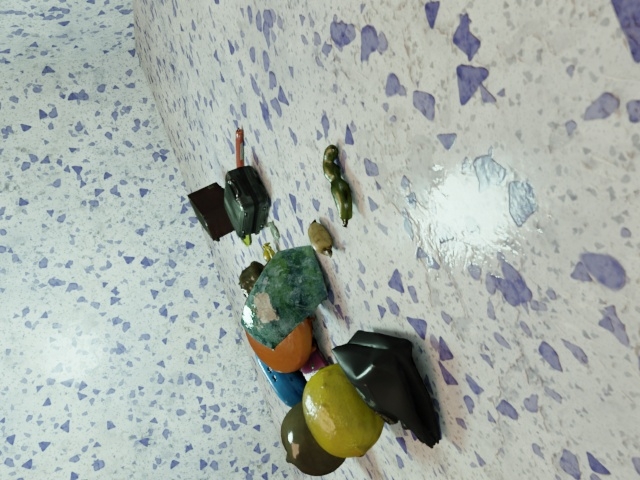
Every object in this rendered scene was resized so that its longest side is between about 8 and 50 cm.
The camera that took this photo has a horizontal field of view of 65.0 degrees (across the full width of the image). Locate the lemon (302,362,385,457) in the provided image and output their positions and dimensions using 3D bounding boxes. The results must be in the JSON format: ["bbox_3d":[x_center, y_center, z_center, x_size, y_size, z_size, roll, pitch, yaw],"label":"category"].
[{"bbox_3d":[0.073,0.523,1.551,0.284,0.260,0.261,33,139,51],"label":"lemon"}]

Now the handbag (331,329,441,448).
[{"bbox_3d":[0.178,0.395,1.338,0.288,0.152,0.342,59,162,-5],"label":"handbag"}]

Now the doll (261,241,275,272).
[{"bbox_3d":[-0.191,0.101,2.065,0.145,0.096,0.188,8,106,61],"label":"doll"}]

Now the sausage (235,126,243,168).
[{"bbox_3d":[-0.333,-0.368,2.061,0.034,0.034,0.253,59,157,27],"label":"sausage"}]

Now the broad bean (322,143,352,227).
[{"bbox_3d":[0.047,-0.138,1.287,0.070,0.048,0.214,179,75,-70],"label":"broad bean"}]

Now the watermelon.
[{"bbox_3d":[-0.100,0.191,1.763,0.228,0.387,0.258,40,-165,13],"label":"watermelon"}]

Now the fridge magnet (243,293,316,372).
[{"bbox_3d":[-0.169,0.348,1.994,0.363,0.155,0.364,13,111,37],"label":"fridge magnet"}]

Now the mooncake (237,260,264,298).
[{"bbox_3d":[-0.262,0.206,2.187,0.228,0.124,0.228,52,-172,-11],"label":"mooncake"}]

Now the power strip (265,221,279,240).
[{"bbox_3d":[-0.193,-0.036,2.015,0.083,0.035,0.055,63,159,11],"label":"power strip"}]

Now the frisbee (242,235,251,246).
[{"bbox_3d":[-0.397,-0.081,2.513,0.236,0.017,0.236,52,153,40],"label":"frisbee"}]

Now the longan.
[{"bbox_3d":[-0.021,0.784,1.996,0.297,0.297,0.297,52,153,40],"label":"longan"}]

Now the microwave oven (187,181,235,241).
[{"bbox_3d":[-0.511,-0.146,2.464,0.247,0.188,0.178,43,152,44],"label":"microwave oven"}]

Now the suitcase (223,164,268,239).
[{"bbox_3d":[-0.309,-0.153,2.062,0.202,0.128,0.312,62,158,20],"label":"suitcase"}]

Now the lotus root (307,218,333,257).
[{"bbox_3d":[0.000,0.000,1.518,0.152,0.063,0.072,59,148,36],"label":"lotus root"}]

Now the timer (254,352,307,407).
[{"bbox_3d":[-0.154,0.606,2.258,0.309,0.115,0.340,52,179,29],"label":"timer"}]

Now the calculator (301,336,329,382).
[{"bbox_3d":[-0.032,0.482,1.976,0.127,0.034,0.190,-56,36,16],"label":"calculator"}]
